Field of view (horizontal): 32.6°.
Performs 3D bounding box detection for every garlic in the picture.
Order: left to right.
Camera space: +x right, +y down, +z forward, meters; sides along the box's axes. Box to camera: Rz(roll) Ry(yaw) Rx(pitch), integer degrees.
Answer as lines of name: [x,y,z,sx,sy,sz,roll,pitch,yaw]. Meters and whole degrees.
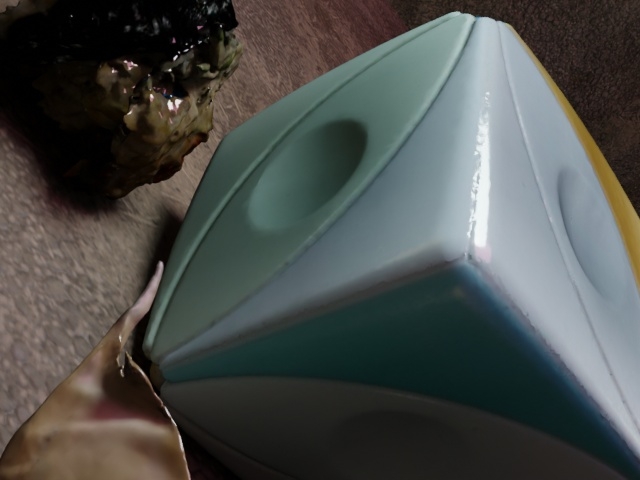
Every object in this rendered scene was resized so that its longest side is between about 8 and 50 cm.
garlic: [-0.101,0.200,0.621,0.338,0.196,0.151,60,2,29]

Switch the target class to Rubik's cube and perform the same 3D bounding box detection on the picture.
Rubik's cube: [0.090,0.052,1.006,0.352,0.351,0.347,49,35,-32]

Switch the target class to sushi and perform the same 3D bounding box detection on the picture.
sushi: [-0.166,-0.162,0.990,0.238,0.225,0.218,-35,104,-40]
